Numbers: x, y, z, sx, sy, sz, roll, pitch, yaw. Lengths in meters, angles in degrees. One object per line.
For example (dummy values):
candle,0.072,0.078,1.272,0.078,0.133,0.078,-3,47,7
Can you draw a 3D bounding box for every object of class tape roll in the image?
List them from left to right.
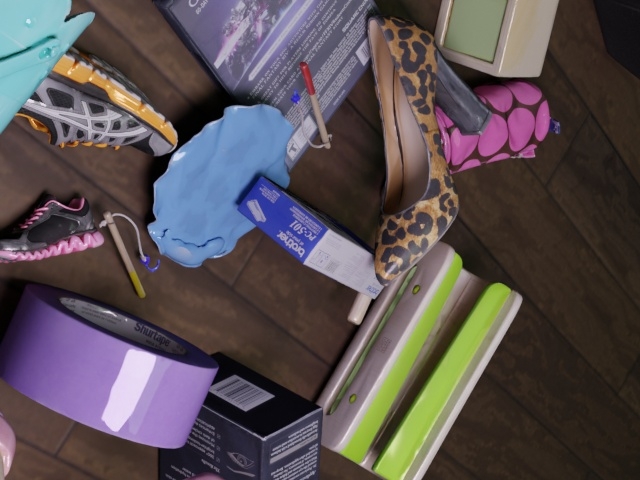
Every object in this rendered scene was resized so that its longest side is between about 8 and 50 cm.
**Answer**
tape roll,-0.193,0.112,1.336,0.189,0.189,0.080,21,93,-53

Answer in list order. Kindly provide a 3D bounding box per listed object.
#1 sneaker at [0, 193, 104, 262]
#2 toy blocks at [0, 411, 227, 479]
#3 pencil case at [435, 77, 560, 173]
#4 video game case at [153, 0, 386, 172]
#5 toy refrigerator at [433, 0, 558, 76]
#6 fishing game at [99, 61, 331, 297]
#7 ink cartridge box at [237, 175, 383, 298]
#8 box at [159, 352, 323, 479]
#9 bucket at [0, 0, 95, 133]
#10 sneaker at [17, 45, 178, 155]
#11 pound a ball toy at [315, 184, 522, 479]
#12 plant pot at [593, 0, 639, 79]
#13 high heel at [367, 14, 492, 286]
sneaker,-0.250,-0.012,1.329,0.119,0.047,0.057,-14,98,-46
toy blocks,-0.260,0.311,1.366,0.289,0.260,0.309,20,104,-21
pencil case,0.180,-0.128,1.725,0.209,0.095,0.098,-16,112,-41
video game case,-0.038,-0.220,1.472,0.196,0.026,0.274,-54,141,-14
toy refrigerator,0.211,-0.324,1.645,0.094,0.102,0.269,-7,115,-48
fishing game,-0.100,-0.059,1.467,0.264,0.041,0.189,-42,147,-14
ink cartridge box,0.000,0.000,1.539,0.046,0.097,0.207,-53,155,4
box,-0.086,0.225,1.554,0.093,0.156,0.158,-23,126,-43
bucket,-0.314,-0.153,0.990,0.183,0.281,0.281,-58,142,-1
sneaker,-0.209,-0.117,1.291,0.083,0.084,0.215,-53,140,6
pound a ball toy,0.082,0.100,1.733,0.208,0.136,0.319,33,83,-27
plant pot,0.459,-0.302,1.899,0.188,0.167,0.187,-49,140,-18
high heel,0.070,-0.099,1.537,0.186,0.093,0.261,43,59,-29
